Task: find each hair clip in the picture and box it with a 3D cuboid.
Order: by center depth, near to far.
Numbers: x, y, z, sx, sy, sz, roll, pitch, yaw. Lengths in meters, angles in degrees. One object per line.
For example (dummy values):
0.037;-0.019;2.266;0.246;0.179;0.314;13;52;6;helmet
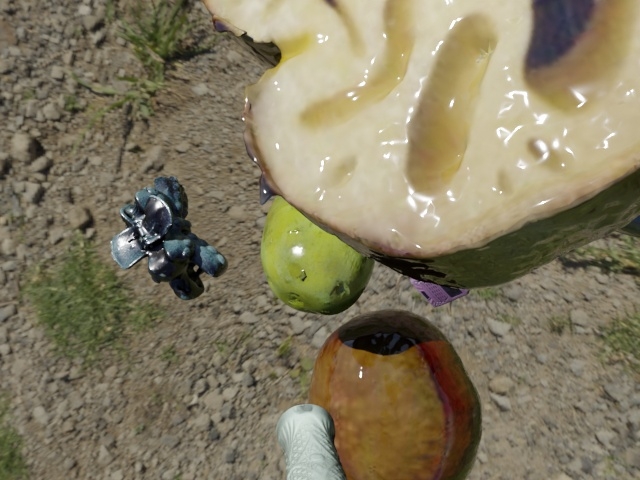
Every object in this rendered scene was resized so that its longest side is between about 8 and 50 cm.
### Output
-0.368;-0.008;1.839;0.194;0.206;0.310;-42;66;18;hair clip

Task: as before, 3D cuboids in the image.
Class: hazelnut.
0.163;0.343;1.595;0.353;0.421;0.421;-36;87;38;hazelnut

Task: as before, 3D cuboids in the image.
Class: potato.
-0.003;0.000;1.378;0.216;0.304;0.216;-3;130;-3;potato

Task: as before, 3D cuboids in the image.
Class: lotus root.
0.095;-0.175;0.469;0.375;0.111;0.390;-18;71;26;lotus root

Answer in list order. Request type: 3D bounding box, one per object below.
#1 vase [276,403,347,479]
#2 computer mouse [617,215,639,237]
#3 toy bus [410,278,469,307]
-0.005;0.278;0.889;0.096;0.219;0.096;-3;113;-8;vase
0.376;-0.092;1.130;0.090;0.379;0.167;18;79;-35;computer mouse
0.215;0.020;1.326;0.098;0.178;0.087;-24;124;35;toy bus
